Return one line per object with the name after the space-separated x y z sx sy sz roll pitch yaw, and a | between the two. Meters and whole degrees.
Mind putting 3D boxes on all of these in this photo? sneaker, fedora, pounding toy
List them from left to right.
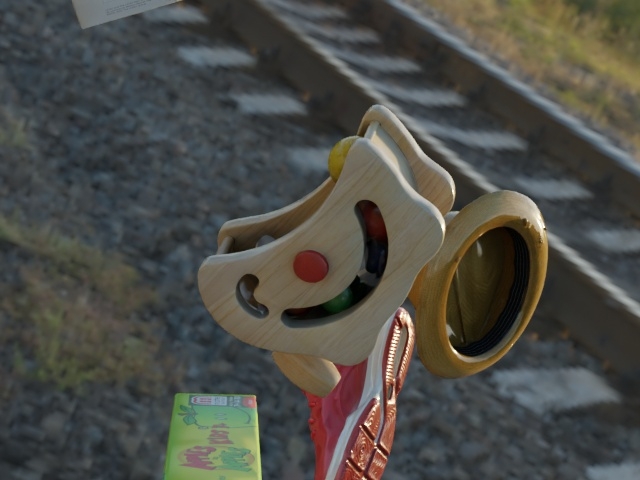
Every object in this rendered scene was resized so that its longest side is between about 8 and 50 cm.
0.000 0.000 1.215 0.154 0.269 0.155 29 31 -4 | pounding toy
0.005 0.163 1.449 0.128 0.221 0.087 7 -29 28 | sneaker
0.134 0.035 1.393 0.194 0.194 0.079 7 16 -45 | fedora

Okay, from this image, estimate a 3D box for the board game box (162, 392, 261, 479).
-0.050 0.138 0.664 0.043 0.092 0.181 2 10 -4 | board game box

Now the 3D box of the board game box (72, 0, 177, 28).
-0.116 -0.296 1.041 0.193 0.053 0.305 -18 57 -7 | board game box
